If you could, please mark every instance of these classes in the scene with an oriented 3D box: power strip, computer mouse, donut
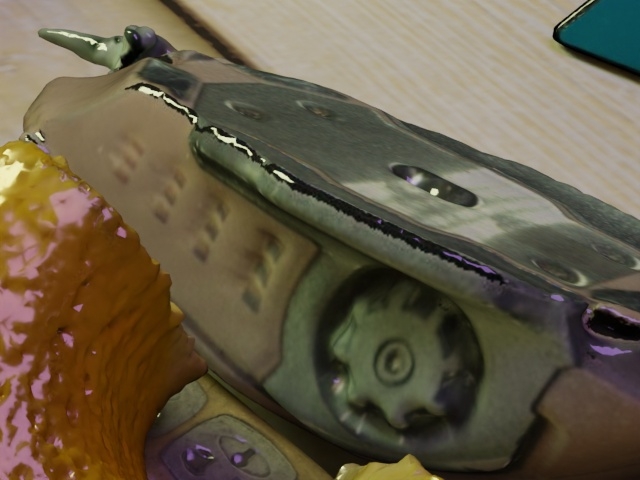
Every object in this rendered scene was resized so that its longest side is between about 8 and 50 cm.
[{"bbox_3d":[-0.111,0.037,0.580,0.305,0.044,0.064,37,40,21],"label":"power strip"},{"bbox_3d":[-0.001,0.006,0.617,0.389,0.114,0.199,28,15,29],"label":"computer mouse"},{"bbox_3d":[-0.059,0.094,0.462,0.259,0.101,0.152,37,67,12],"label":"donut"}]

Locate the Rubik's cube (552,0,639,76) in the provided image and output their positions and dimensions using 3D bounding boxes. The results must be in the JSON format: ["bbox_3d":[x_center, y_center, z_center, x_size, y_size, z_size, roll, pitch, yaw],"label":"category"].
[{"bbox_3d":[0.284,-0.168,1.026,0.250,0.284,0.234,-11,14,10],"label":"Rubik's cube"}]
